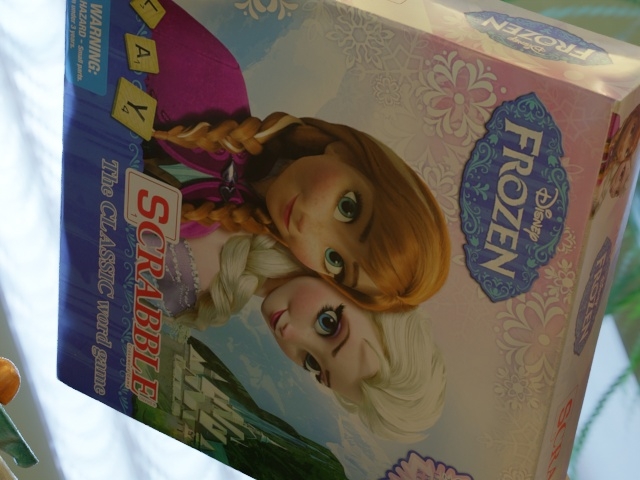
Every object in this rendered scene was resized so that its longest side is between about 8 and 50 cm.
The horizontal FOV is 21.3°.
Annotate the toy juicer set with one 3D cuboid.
[{"bbox_3d":[-0.345,0.143,1.689,0.089,0.329,0.209,-33,-14,-11],"label":"toy juicer set"}]

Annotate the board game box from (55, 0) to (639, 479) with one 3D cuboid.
[{"bbox_3d":[0.000,0.000,0.924,0.318,0.318,0.066,22,36,23],"label":"board game box"}]

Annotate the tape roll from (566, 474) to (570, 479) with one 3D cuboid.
[{"bbox_3d":[0.130,0.273,2.109,0.072,0.392,0.392,-54,10,-28],"label":"tape roll"}]
